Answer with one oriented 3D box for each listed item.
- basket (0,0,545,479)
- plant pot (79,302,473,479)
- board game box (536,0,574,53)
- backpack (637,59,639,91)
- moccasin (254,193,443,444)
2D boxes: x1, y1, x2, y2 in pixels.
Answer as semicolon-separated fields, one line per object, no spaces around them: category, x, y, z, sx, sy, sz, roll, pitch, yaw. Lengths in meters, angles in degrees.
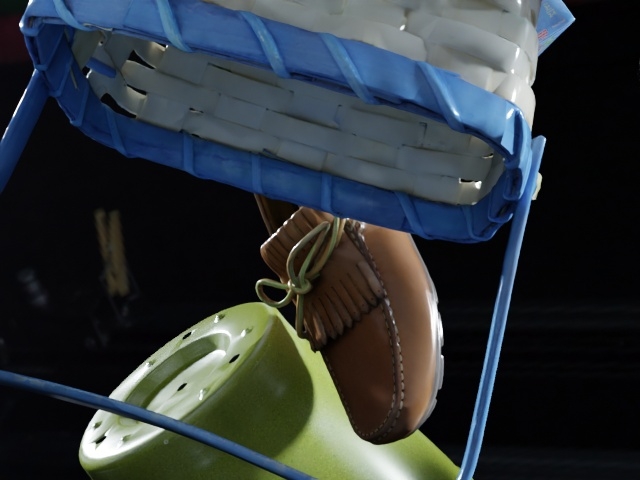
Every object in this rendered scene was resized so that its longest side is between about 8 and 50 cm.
basket;-0.017;-0.042;0.564;0.255;0.201;0.289;19;-107;7
plant pot;-0.044;0.264;1.231;0.366;0.353;0.366;-34;-164;11
board game box;0.153;-0.163;1.249;0.160;0.039;0.211;-33;178;-11
backpack;0.399;-0.085;1.001;0.254;0.191;0.225;-8;-114;6
moccasin;0.002;-0.001;1.100;0.147;0.380;0.139;-2;159;-38
